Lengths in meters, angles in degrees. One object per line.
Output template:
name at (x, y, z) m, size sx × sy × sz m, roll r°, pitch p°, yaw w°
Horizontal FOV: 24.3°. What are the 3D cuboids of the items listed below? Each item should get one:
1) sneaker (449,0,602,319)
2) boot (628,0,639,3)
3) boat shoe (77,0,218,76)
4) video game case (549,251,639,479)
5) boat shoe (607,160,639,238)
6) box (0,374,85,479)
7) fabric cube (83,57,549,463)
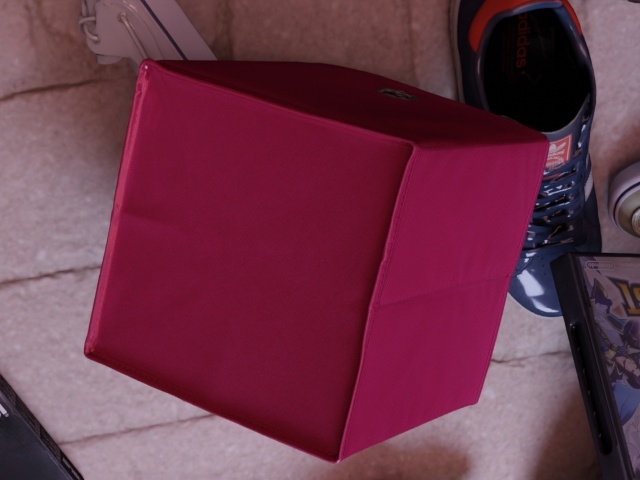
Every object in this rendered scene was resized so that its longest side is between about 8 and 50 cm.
sneaker at (0.196, -0.075, 1.349) m, size 0.131 × 0.148 × 0.350 m, roll -18°, pitch 109°, yaw -6°
boot at (0.246, -0.273, 1.253) m, size 0.206 × 0.248 × 0.090 m, roll 23°, pitch 87°, yaw -19°
boat shoe at (-0.163, -0.184, 1.274) m, size 0.084 × 0.095 × 0.258 m, roll -38°, pitch 109°, yaw -3°
video game case at (0.352, 0.133, 1.381) m, size 0.274 × 0.035 × 0.248 m, roll 2°, pitch 67°, yaw -33°
boat shoe at (0.423, -0.023, 1.395) m, size 0.302 × 0.094 × 0.109 m, roll 1°, pitch 133°, yaw 9°
box at (-0.346, 0.214, 1.380) m, size 0.184 × 0.045 × 0.191 m, roll -33°, pitch 110°, yaw 2°
fabric cube at (0.000, 0.000, 1.223) m, size 0.254 × 0.258 × 0.259 m, roll 21°, pitch 104°, yaw 28°
